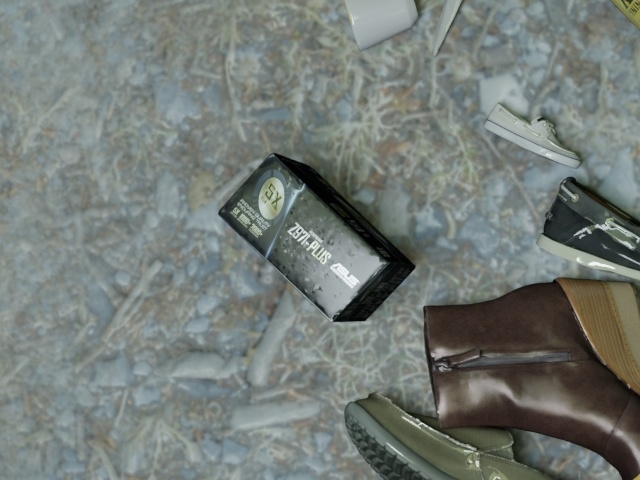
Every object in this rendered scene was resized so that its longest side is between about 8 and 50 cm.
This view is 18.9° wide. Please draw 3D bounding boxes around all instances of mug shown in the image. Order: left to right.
[{"bbox_3d":[0.057,-0.228,1.843,0.064,0.062,0.078,-17,91,2],"label":"mug"}]

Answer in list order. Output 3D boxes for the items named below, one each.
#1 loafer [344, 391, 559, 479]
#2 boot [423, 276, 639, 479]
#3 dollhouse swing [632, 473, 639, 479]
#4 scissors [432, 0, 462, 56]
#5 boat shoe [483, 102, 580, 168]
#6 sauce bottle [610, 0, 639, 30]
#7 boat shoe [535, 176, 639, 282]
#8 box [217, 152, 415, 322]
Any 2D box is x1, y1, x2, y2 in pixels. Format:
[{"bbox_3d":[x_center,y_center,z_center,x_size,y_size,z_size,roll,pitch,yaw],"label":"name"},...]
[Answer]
[{"bbox_3d":[0.137,0.212,1.803,0.251,0.094,0.087,33,70,2],"label":"loafer"},{"bbox_3d":[0.210,0.159,1.764,0.207,0.090,0.248,-9,71,-4],"label":"boot"},{"bbox_3d":[0.407,0.339,1.632,0.347,0.315,0.305,-43,60,2],"label":"dollhouse swing"},{"bbox_3d":[0.170,-0.321,1.842,0.109,0.021,0.297,6,87,9],"label":"scissors"},{"bbox_3d":[0.205,-0.101,1.821,0.100,0.035,0.035,28,96,18],"label":"boat shoe"},{"bbox_3d":[0.329,-0.236,1.763,0.111,0.111,0.344,-45,80,6],"label":"sauce bottle"},{"bbox_3d":[0.319,0.010,1.768,0.233,0.084,0.079,21,92,14],"label":"boat shoe"},{"bbox_3d":[0.000,0.000,1.782,0.147,0.180,0.077,44,96,10],"label":"box"}]
